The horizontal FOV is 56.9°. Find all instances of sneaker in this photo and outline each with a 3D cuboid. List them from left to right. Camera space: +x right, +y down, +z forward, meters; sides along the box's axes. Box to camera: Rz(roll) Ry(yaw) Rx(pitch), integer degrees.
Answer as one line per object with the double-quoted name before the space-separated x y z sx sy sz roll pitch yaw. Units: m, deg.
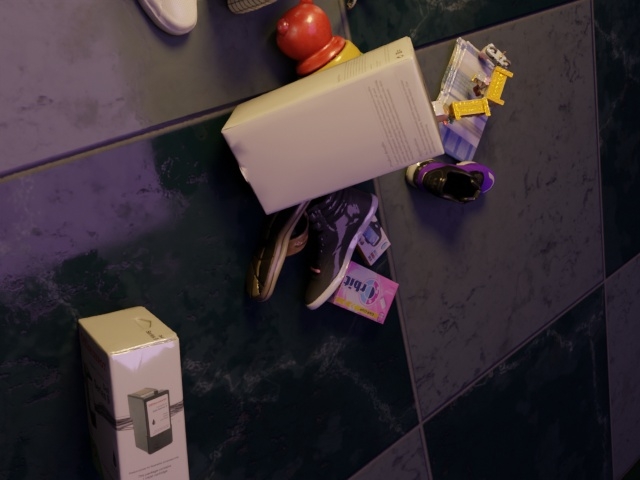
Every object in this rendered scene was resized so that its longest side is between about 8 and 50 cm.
"sneaker" -0.251 -0.491 0.967 0.108 0.169 0.293 -32 118 -30
"sneaker" 0.000 0.000 1.314 0.146 0.104 0.296 28 88 -24
"sneaker" 0.368 -0.140 1.513 0.293 0.146 0.102 -1 114 -35

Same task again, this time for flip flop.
"flip flop" -0.072 0.001 1.241 0.080 0.112 0.277 19 92 -33

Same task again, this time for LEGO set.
"LEGO set" 0.376 -0.355 1.496 0.132 0.107 0.287 44 75 -2

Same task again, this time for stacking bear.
"stacking bear" 0.017 -0.348 1.215 0.175 0.164 0.289 -50 120 -19

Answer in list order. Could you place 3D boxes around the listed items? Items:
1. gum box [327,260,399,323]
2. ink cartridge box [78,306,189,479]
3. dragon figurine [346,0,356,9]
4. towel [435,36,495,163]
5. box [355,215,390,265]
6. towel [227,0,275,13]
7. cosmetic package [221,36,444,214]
"gum box" 0.099 0.123 1.427 0.188 0.062 0.107 26 84 -38
"ink cartridge box" -0.332 0.286 1.042 0.121 0.211 0.289 -9 104 -34
"dragon figurine" 0.103 -0.615 1.261 0.289 0.085 0.144 -47 123 -21
"towel" 0.377 -0.359 1.558 0.209 0.034 0.285 20 89 -40
"box" 0.118 -0.004 1.439 0.081 0.028 0.136 -46 121 -21
"towel" -0.073 -0.558 1.048 0.121 0.235 0.284 31 80 -31
"cosmetic package" 0.026 -0.212 1.116 0.155 0.365 0.197 -80 150 -57
